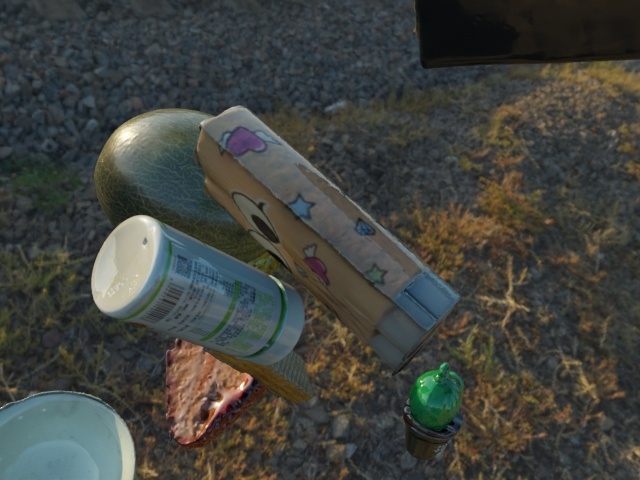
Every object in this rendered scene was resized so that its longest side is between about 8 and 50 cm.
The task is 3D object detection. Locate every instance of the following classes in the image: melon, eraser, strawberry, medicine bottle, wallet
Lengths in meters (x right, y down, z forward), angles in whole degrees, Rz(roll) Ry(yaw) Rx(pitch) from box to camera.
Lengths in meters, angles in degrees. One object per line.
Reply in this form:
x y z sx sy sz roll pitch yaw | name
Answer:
-0.191 -0.076 0.975 0.301 0.238 0.237 20 37 6 | melon
0.000 0.000 0.640 0.290 0.171 0.087 42 74 15 | eraser
-0.235 0.360 1.526 0.253 0.150 0.280 -11 57 4 | strawberry
-0.101 0.050 0.553 0.183 0.086 0.086 32 20 -47 | medicine bottle
0.274 -0.283 0.661 0.377 0.197 0.051 3 34 22 | wallet

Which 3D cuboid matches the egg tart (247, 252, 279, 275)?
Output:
-0.203 0.062 1.219 0.293 0.294 0.123 -2 74 -27 | egg tart

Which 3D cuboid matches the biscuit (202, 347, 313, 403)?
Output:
-0.104 0.208 1.134 0.054 0.379 0.094 -21 57 10 | biscuit

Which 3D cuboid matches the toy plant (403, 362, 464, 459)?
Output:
0.206 0.289 1.106 0.105 0.201 0.142 29 29 28 | toy plant

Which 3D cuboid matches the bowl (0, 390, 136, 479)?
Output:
-0.474 0.436 1.104 0.313 0.146 0.314 3 51 -4 | bowl
